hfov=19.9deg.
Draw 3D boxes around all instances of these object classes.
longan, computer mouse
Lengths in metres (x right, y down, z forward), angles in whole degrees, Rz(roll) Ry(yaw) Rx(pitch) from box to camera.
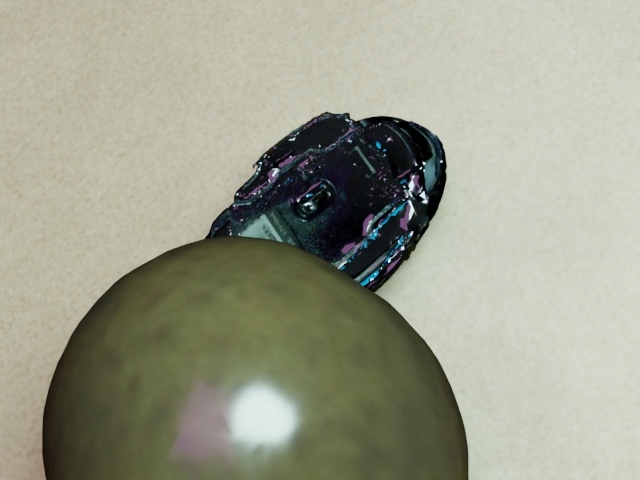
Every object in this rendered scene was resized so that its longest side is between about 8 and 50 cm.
[{"bbox_3d":[-0.042,0.148,1.223,0.297,0.297,0.297,-8,65,17],"label":"longan"},{"bbox_3d":[0.000,0.000,1.387,0.242,0.077,0.146,-36,60,6],"label":"computer mouse"}]
